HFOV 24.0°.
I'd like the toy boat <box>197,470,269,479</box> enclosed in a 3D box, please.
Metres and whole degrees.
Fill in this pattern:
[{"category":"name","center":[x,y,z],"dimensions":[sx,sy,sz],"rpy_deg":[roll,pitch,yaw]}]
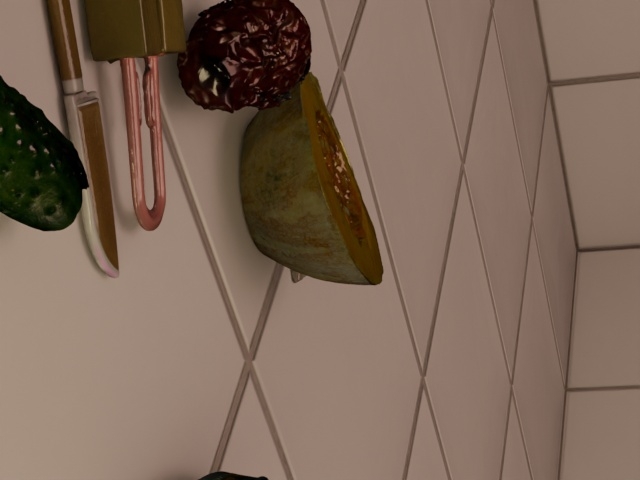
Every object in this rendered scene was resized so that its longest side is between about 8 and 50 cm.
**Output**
[{"category":"toy boat","center":[-0.074,0.232,1.171],"dimensions":[0.246,0.103,0.093],"rpy_deg":[-2,113,-78]}]

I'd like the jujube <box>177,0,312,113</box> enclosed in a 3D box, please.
[{"category":"jujube","center":[-0.068,-0.165,1.291],"dimensions":[0.166,0.104,0.104],"rpy_deg":[-25,110,-64]}]

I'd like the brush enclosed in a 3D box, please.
[{"category":"brush","center":[-0.134,-0.123,1.140],"dimensions":[0.103,0.047,0.233],"rpy_deg":[-30,115,-75]}]

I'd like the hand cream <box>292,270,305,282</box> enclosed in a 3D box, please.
[{"category":"hand cream","center":[0.000,0.000,1.602],"dimensions":[0.165,0.037,0.057],"rpy_deg":[-28,114,-64]}]

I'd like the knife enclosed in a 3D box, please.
[{"category":"knife","center":[-0.167,-0.094,1.070],"dimensions":[0.046,0.022,0.256],"rpy_deg":[-51,135,-72]}]

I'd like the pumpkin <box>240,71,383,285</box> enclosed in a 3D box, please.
[{"category":"pumpkin","center":[-0.020,-0.048,1.430],"dimensions":[0.217,0.110,0.217],"rpy_deg":[-17,90,-73]}]

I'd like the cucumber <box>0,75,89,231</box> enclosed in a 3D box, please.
[{"category":"cucumber","center":[-0.203,-0.070,0.877],"dimensions":[0.227,0.069,0.069],"rpy_deg":[51,38,-56]}]
